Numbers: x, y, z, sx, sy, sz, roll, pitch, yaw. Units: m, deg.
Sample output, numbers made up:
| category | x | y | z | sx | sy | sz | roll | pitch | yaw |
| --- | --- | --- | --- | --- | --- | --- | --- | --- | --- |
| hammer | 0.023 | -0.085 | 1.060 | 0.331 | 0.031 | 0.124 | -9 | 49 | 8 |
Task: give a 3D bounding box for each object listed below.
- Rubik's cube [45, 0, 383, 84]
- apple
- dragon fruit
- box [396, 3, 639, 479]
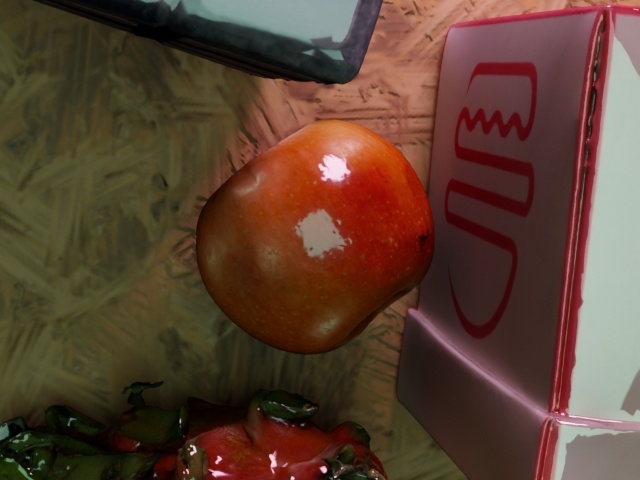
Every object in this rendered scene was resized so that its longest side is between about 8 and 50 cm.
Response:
| category | x | y | z | sx | sy | sz | roll | pitch | yaw |
| --- | --- | --- | --- | --- | --- | --- | --- | --- | --- |
| Rubik's cube | -0.099 | -0.273 | 0.682 | 0.303 | 0.301 | 0.305 | 15 | 95 | -12 |
| apple | 0.000 | 0.000 | 0.820 | 0.163 | 0.163 | 0.139 | -36 | 92 | -3 |
| dragon fruit | -0.084 | 0.171 | 0.825 | 0.269 | 0.198 | 0.200 | 36 | 112 | -6 |
| box | 0.245 | 0.015 | 0.789 | 0.314 | 0.312 | 0.300 | 4 | 98 | -10 |
